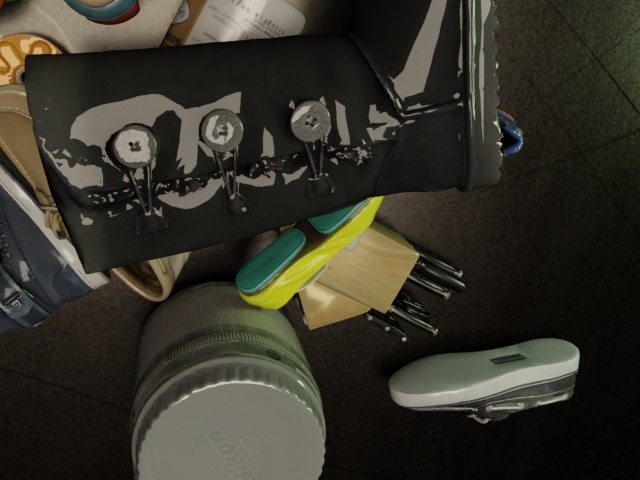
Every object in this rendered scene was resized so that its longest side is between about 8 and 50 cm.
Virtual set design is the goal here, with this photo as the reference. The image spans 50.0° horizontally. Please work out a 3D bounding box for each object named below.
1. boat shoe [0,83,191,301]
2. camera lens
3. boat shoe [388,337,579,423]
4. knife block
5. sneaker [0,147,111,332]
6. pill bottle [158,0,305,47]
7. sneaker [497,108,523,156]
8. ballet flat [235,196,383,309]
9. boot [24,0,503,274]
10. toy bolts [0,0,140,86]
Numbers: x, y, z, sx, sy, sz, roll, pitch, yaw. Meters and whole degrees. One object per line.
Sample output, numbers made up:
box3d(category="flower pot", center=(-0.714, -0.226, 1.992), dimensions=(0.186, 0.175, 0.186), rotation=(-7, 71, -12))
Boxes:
box3d(category="boat shoe", center=(-0.263, -0.046, 0.786), dimensions=(0.109, 0.098, 0.302), rotation=(-15, 132, 28))
box3d(category="camera lens", center=(-0.117, 0.188, 0.842), dimensions=(0.219, 0.274, 0.219), rotation=(-4, 109, -11))
box3d(category="boat shoe", center=(0.248, 0.225, 1.032), dimensions=(0.301, 0.108, 0.102), rotation=(-9, 109, -17))
box3d(category="knife block", center=(0.073, 0.012, 0.925), dimensions=(0.242, 0.088, 0.275), rotation=(-18, 111, -7))
box3d(category="sneaker", center=(-0.386, 0.006, 0.823), dimensions=(0.163, 0.086, 0.226), rotation=(-32, 113, -3))
box3d(category="pill bottle", center=(-0.127, -0.188, 0.790), dimensions=(0.131, 0.131, 0.229), rotation=(27, 101, -19))
box3d(category="sneaker", center=(0.164, -0.142, 0.893), dimensions=(0.221, 0.087, 0.083), rotation=(-4, 109, -11))
box3d(category="ballet flat", center=(0.000, 0.000, 0.826), dimensions=(0.231, 0.077, 0.077), rotation=(-42, 132, 4))
box3d(category="boot", center=(-0.060, -0.186, 0.674), dimensions=(0.445, 0.146, 0.367), rotation=(-10, 102, -4))
box3d(category="toy bolts", center=(-0.295, -0.235, 0.722), dimensions=(0.229, 0.158, 0.218), rotation=(-18, 111, -6))
